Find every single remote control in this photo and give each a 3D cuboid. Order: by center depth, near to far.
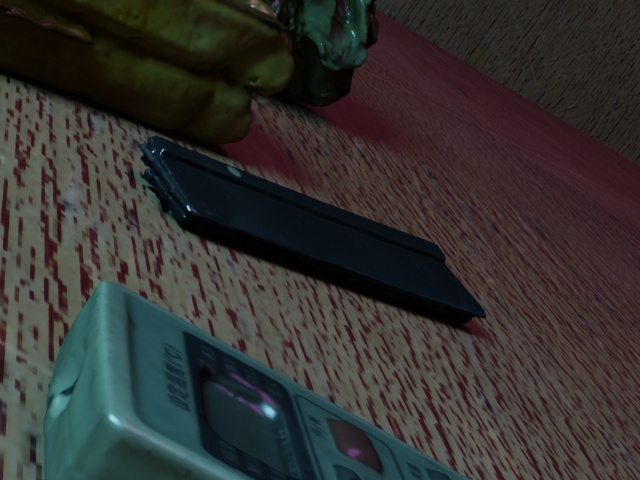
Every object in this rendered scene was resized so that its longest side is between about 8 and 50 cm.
[{"bbox_3d":[0.045,0.105,0.465,0.285,0.038,0.123,29,12,-15],"label":"remote control"}]

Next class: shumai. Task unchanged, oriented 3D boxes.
[{"bbox_3d":[-0.035,-0.231,1.197,0.218,0.189,0.256,27,13,-19],"label":"shumai"}]

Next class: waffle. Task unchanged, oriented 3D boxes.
[{"bbox_3d":[-0.187,-0.172,0.844,0.328,0.098,0.224,16,19,-46],"label":"waffle"}]

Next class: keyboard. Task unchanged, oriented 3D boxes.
[{"bbox_3d":[-0.001,0.001,0.793,0.231,0.023,0.072,20,24,-42],"label":"keyboard"}]
